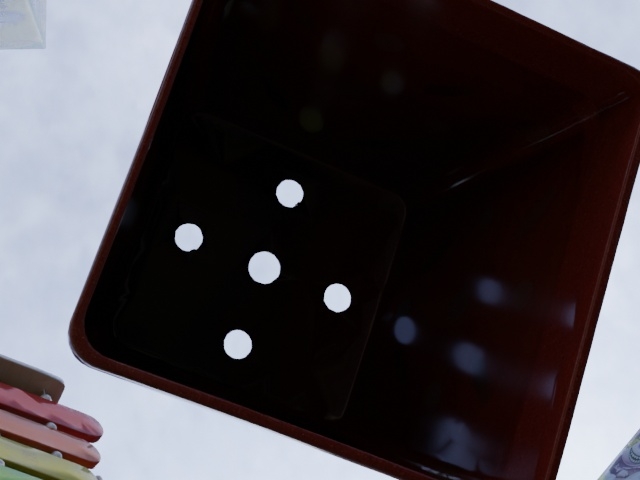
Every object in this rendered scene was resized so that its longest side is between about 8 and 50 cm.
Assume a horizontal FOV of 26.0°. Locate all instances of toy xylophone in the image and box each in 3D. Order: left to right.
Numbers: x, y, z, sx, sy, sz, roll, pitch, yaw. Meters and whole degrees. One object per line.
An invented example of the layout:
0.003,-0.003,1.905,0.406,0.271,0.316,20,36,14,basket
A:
-0.286,0.245,1.421,0.236,0.322,0.081,23,-71,-37,toy xylophone

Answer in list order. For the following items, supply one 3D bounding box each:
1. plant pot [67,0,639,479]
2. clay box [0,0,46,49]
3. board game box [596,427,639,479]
0.000,0.000,0.830,0.267,0.236,0.267,22,-106,-14,plant pot
-0.267,-0.178,0.997,0.127,0.222,0.053,-1,-96,-6,clay box
0.381,0.169,1.100,0.208,0.347,0.056,-41,-75,-21,board game box
